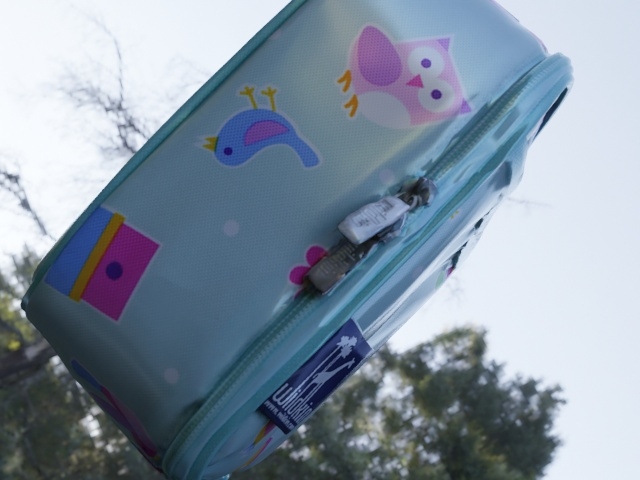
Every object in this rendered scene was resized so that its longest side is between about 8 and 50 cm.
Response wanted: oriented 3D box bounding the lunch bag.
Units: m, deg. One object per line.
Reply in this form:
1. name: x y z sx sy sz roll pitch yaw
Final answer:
1. lunch bag: 0.000 0.000 0.443 0.108 0.224 0.279 47 -9 7
